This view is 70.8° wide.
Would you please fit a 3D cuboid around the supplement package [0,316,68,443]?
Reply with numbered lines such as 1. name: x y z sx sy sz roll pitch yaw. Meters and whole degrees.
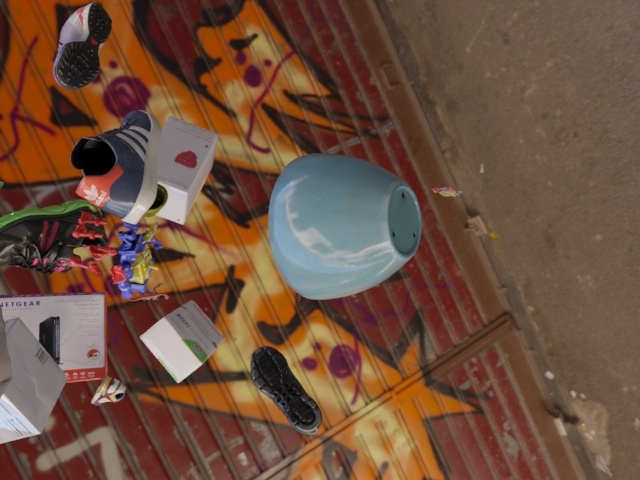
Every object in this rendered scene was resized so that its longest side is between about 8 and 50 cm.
1. supplement package: -0.868 0.386 1.242 0.204 0.145 0.261 -101 -4 -59

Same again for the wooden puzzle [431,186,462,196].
1. wooden puzzle: 0.351 -0.134 1.247 0.083 0.006 0.049 4 163 44

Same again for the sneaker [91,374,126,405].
1. sneaker: -0.692 0.509 1.480 0.084 0.069 0.185 29 138 -11

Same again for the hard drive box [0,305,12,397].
1. hard drive box: -0.657 0.188 0.733 0.089 0.232 0.181 -103 25 -58

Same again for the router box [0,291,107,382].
1. router box: -0.919 0.333 1.545 0.082 0.336 0.301 -176 85 -71

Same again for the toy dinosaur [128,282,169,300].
1. toy dinosaur: -0.472 0.160 1.266 0.082 0.090 0.047 2 118 28

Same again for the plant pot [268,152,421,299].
1. plant pot: 0.072 -0.030 0.846 0.196 0.290 0.290 -2 117 38

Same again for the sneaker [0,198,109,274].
1. sneaker: -0.845 0.013 1.364 0.185 0.483 0.202 -29 93 33

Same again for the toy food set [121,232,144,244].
1. toy food set: -0.636 0.000 1.541 0.020 0.083 0.082 55 139 24

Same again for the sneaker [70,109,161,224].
1. sneaker: -0.428 -0.190 0.938 0.148 0.131 0.350 25 -151 -38

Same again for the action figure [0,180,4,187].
1. action figure: -0.749 -0.030 0.937 0.063 0.232 0.137 27 170 -40

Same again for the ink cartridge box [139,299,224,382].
1. ink cartridge box: -0.470 0.340 1.571 0.198 0.115 0.273 51 -175 -1

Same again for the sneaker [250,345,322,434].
1. sneaker: -0.095 0.392 1.165 0.267 0.101 0.106 49 162 29

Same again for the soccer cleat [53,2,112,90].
1. soccer cleat: -0.694 -0.542 1.278 0.108 0.117 0.318 53 -145 -55

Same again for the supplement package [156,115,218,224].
1. supplement package: -0.477 -0.235 1.495 0.175 0.178 0.292 121 166 -51

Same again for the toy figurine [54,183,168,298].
1. toy figurine: -0.510 0.027 1.183 0.362 0.191 0.217 -95 10 -49
